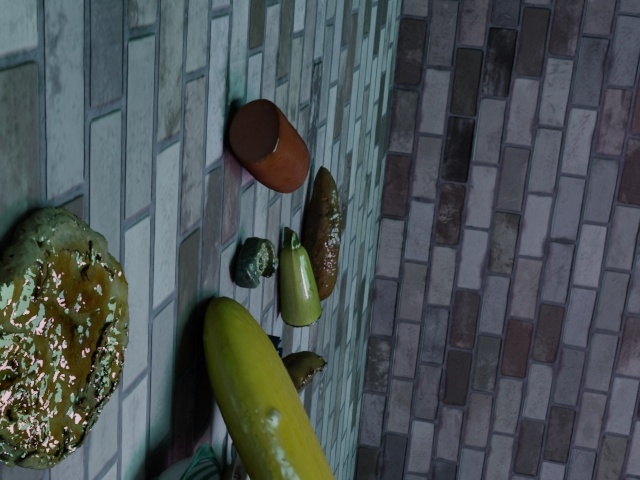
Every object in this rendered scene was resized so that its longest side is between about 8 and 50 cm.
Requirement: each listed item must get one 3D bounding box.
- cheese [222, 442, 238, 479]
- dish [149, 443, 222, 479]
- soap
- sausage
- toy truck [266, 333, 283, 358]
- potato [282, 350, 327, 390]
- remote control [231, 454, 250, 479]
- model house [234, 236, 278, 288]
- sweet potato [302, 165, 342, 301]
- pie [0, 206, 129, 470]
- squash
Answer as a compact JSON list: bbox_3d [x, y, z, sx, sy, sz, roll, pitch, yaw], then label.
[{"bbox_3d":[-0.160,0.451,1.870,0.092,0.047,0.171,-7,104,-79],"label":"cheese"},{"bbox_3d":[-0.211,0.406,1.445,0.246,0.078,0.224,41,59,-67],"label":"dish"},{"bbox_3d":[-0.086,0.291,1.596,0.427,0.115,0.306,66,9,4],"label":"soap"},{"bbox_3d":[-0.080,-0.150,1.674,0.259,0.113,0.114,48,51,-75],"label":"sausage"},{"bbox_3d":[-0.123,0.275,1.888,0.088,0.074,0.202,98,5,-59],"label":"toy truck"},{"bbox_3d":[-0.075,0.305,2.181,0.100,0.089,0.172,-34,167,-49],"label":"potato"},{"bbox_3d":[-0.116,0.462,1.845,0.230,0.049,0.090,60,39,-66],"label":"remote control"},{"bbox_3d":[-0.117,0.049,1.740,0.079,0.066,0.083,85,19,-46],"label":"model house"},{"bbox_3d":[0.001,0.003,2.270,0.114,0.092,0.342,-118,-151,-64],"label":"sweet potato"},{"bbox_3d":[-0.272,0.098,1.004,0.274,0.055,0.274,6,90,-74],"label":"pie"},{"bbox_3d":[-0.054,0.069,2.088,0.094,0.094,0.224,-66,153,-55],"label":"squash"}]
